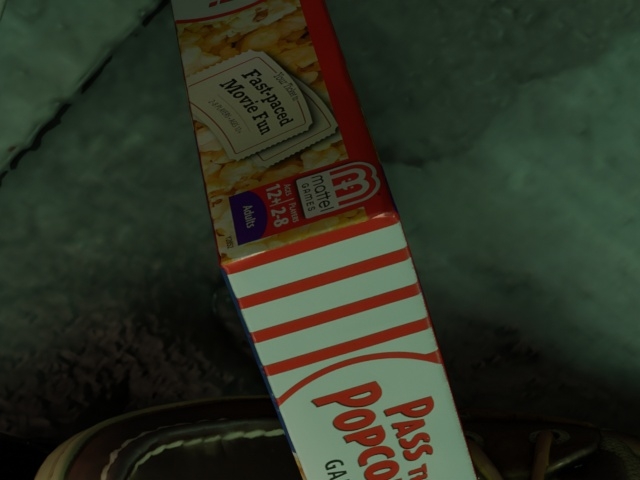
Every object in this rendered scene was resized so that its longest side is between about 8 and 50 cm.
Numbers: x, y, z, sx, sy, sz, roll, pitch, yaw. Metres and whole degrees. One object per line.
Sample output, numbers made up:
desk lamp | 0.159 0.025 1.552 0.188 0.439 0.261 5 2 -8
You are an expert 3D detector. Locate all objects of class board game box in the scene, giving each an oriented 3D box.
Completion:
board game box | 0.000 0.000 0.507 0.045 0.193 0.146 -18 127 1

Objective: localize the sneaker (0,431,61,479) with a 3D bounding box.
sneaker | -0.157 0.149 0.657 0.296 0.146 0.105 -11 175 30

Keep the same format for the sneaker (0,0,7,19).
sneaker | -0.235 0.010 0.447 0.323 0.236 0.130 -16 126 2

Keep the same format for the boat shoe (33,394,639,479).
boat shoe | 0.070 0.104 0.601 0.342 0.123 0.123 15 146 -32
